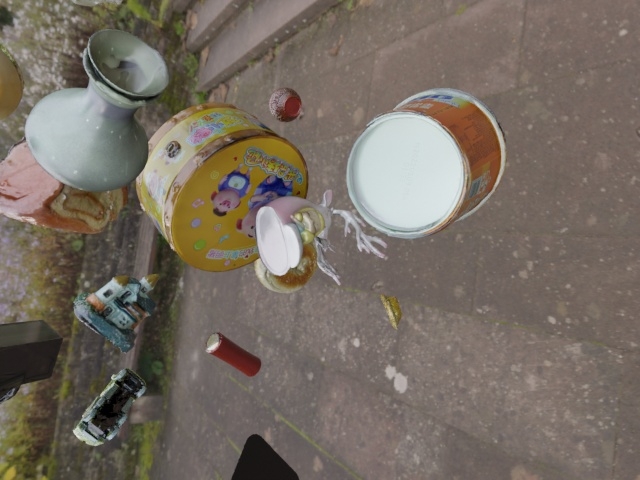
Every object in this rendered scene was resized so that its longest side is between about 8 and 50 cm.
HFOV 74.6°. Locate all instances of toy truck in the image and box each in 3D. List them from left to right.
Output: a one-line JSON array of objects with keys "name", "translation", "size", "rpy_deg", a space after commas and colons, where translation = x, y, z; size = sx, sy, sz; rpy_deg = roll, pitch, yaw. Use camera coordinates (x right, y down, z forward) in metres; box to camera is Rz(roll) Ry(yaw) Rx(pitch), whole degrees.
[{"name": "toy truck", "translation": [-0.539, 0.427, 1.065], "size": [0.116, 0.085, 0.191], "rpy_deg": [-35, 18, 23]}]

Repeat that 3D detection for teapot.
[{"name": "teapot", "translation": [-0.334, -0.193, 0.650], "size": [0.251, 0.183, 0.184], "rpy_deg": [-30, 58, 42]}]

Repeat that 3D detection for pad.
[{"name": "pad", "translation": [-0.193, 0.659, 0.981], "size": [0.063, 0.315, 0.375], "rpy_deg": [-24, 22, 26]}]

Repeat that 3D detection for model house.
[{"name": "model house", "translation": [-0.713, 0.226, 1.556], "size": [0.291, 0.253, 0.184], "rpy_deg": [-48, 29, -24]}]

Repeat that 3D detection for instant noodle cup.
[{"name": "instant noodle cup", "translation": [0.196, -0.144, 0.819], "size": [0.296, 0.214, 0.296], "rpy_deg": [11, 113, 28]}]

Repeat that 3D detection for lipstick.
[{"name": "lipstick", "translation": [-0.310, 0.412, 1.508], "size": [0.080, 0.241, 0.080], "rpy_deg": [-21, 45, 23]}]

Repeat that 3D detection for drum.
[{"name": "drum", "translation": [-0.256, -0.139, 1.134], "size": [0.214, 0.431, 0.431], "rpy_deg": [42, 116, 33]}]

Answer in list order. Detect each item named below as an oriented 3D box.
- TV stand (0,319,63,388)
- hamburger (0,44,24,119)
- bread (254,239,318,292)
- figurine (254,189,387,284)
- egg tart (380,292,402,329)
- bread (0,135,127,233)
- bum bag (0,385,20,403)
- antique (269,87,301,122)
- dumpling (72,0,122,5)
[{"name": "TV stand", "translation": [-0.587, 0.200, 0.690], "size": [0.082, 0.269, 0.088], "rpy_deg": [25, 99, 27]}, {"name": "hamburger", "translation": [-1.143, -0.544, 1.382], "size": [0.176, 0.300, 0.300], "rpy_deg": [-106, 38, -66]}, {"name": "bread", "translation": [-0.145, 0.076, 1.766], "size": [0.159, 0.305, 0.306], "rpy_deg": [36, 111, 43]}, {"name": "figurine", "translation": [-0.010, 0.002, 1.182], "size": [0.206, 0.315, 0.284], "rpy_deg": [-37, 84, 43]}, {"name": "egg tart", "translation": [0.242, 0.231, 1.395], "size": [0.049, 0.129, 0.129], "rpy_deg": [-21, 55, 3]}, {"name": "bread", "translation": [-0.506, -0.105, 0.854], "size": [0.244, 0.123, 0.190], "rpy_deg": [50, -115, -79]}, {"name": "bum bag", "translation": [-0.707, 0.341, 0.747], "size": [0.340, 0.144, 0.095], "rpy_deg": [-73, -20, -69]}, {"name": "antique", "translation": [-0.104, -0.400, 1.242], "size": [0.104, 0.104, 0.104], "rpy_deg": [-19, 66, 52]}, {"name": "dumpling", "translation": [-0.510, -0.544, 0.866], "size": [0.108, 0.188, 0.127], "rpy_deg": [-39, 14, 45]}]
